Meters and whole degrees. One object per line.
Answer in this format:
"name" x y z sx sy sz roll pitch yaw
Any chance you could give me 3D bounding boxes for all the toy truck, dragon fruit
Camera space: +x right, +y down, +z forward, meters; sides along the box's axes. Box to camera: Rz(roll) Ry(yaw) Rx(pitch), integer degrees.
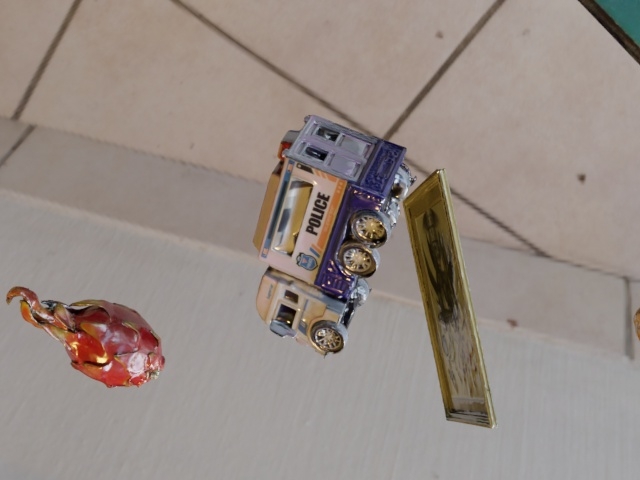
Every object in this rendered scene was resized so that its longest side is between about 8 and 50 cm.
"toy truck" 0.000 0.000 1.301 0.155 0.124 0.268 23 128 5
"dragon fruit" -0.261 0.098 1.214 0.190 0.094 0.094 32 127 -20

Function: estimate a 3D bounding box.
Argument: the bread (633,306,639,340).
"bread" 0.584 0.131 1.582 0.244 0.134 0.244 -2 160 -1

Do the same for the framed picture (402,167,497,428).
"framed picture" 0.118 0.059 1.026 0.010 0.173 0.231 -10 83 -7

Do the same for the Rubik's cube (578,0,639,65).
"Rubik's cube" 0.344 -0.321 0.979 0.259 0.255 0.260 44 123 3
